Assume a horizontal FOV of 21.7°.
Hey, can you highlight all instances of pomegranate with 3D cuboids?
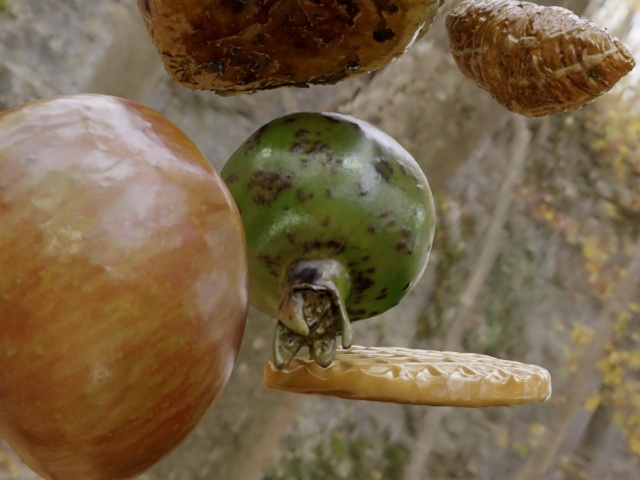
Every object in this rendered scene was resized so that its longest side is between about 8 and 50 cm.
[{"bbox_3d":[0.000,0.000,1.517,0.211,0.263,0.211,2,-50,2],"label":"pomegranate"}]

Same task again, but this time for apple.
[{"bbox_3d":[-0.177,0.031,1.267,0.277,0.250,0.309,49,-13,8],"label":"apple"}]

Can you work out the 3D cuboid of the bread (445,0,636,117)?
[{"bbox_3d":[0.178,-0.159,1.477,0.233,0.076,0.105,26,-31,53],"label":"bread"}]

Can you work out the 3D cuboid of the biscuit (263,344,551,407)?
[{"bbox_3d":[0.108,0.125,1.562,0.205,0.040,0.309,4,0,36],"label":"biscuit"}]

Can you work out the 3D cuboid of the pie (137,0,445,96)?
[{"bbox_3d":[-0.021,-0.218,1.478,0.308,0.085,0.308,-4,-31,-2],"label":"pie"}]
